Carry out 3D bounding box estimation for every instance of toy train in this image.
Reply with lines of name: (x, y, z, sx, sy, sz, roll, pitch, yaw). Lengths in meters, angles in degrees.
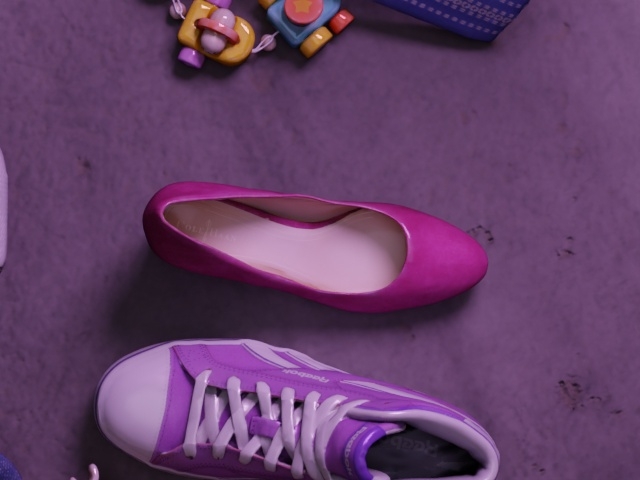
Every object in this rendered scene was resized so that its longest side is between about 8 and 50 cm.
toy train: (-0.056, -0.187, 1.297, 0.166, 0.046, 0.125, -2, 86, -3)

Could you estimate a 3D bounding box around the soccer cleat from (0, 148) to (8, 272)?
soccer cleat: (-0.371, 0.006, 1.228, 0.331, 0.116, 0.143, -15, 88, -5)

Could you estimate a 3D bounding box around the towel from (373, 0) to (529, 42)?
towel: (0.089, -0.278, 1.175, 0.243, 0.336, 0.040, 21, 49, -16)

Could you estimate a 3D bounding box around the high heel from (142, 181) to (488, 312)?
high heel: (0.000, 0.000, 1.251, 0.244, 0.117, 0.082, 12, 85, -2)

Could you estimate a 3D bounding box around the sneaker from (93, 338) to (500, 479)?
sneaker: (-0.016, 0.122, 1.221, 0.282, 0.161, 0.102, 7, 87, -2)

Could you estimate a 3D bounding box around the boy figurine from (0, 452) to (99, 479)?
boy figurine: (-0.204, 0.229, 1.235, 0.177, 0.092, 0.285, -42, 90, -6)
